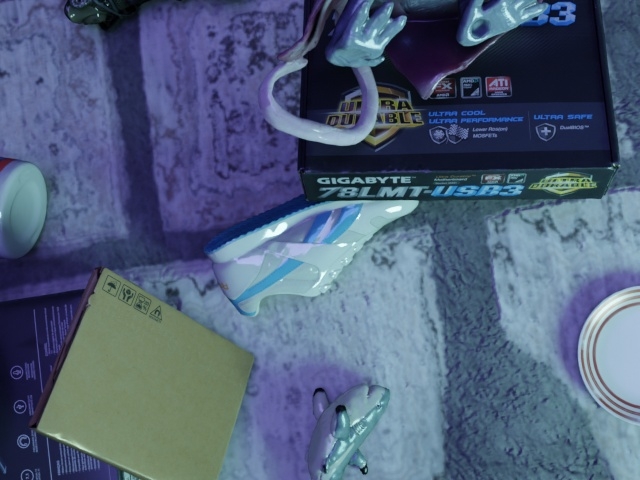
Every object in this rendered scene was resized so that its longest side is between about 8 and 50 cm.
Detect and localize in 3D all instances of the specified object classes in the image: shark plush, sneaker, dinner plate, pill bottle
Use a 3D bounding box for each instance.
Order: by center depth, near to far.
[{"bbox_3d":[0.331,0.116,0.888,0.141,0.017,0.141,-1,83,6],"label":"dinner plate"},{"bbox_3d":[0.025,0.224,0.897,0.067,0.073,0.161,14,80,-22],"label":"shark plush"},{"bbox_3d":[0.000,0.000,0.914,0.228,0.087,0.092,-22,105,0],"label":"sneaker"},{"bbox_3d":[-0.407,-0.047,0.947,0.193,0.108,0.108,9,85,8],"label":"pill bottle"},{"bbox_3d":[-0.195,-0.278,0.961,0.227,0.087,0.130,19,88,12],"label":"sneaker"}]

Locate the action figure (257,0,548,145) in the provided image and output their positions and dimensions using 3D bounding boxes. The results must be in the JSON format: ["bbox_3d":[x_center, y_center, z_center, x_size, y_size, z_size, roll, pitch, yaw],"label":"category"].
[{"bbox_3d":[0.053,-0.289,0.835,0.276,0.248,0.370,-51,44,29],"label":"action figure"}]

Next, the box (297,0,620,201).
[{"bbox_3d":[0.129,-0.183,0.880,0.295,0.073,0.293,0,68,6],"label":"box"}]

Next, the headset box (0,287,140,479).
[{"bbox_3d":[-0.323,0.189,0.900,0.283,0.131,0.247,-10,83,6],"label":"headset box"}]

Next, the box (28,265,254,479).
[{"bbox_3d":[-0.162,0.143,0.846,0.021,0.201,0.164,-14,50,44],"label":"box"}]
